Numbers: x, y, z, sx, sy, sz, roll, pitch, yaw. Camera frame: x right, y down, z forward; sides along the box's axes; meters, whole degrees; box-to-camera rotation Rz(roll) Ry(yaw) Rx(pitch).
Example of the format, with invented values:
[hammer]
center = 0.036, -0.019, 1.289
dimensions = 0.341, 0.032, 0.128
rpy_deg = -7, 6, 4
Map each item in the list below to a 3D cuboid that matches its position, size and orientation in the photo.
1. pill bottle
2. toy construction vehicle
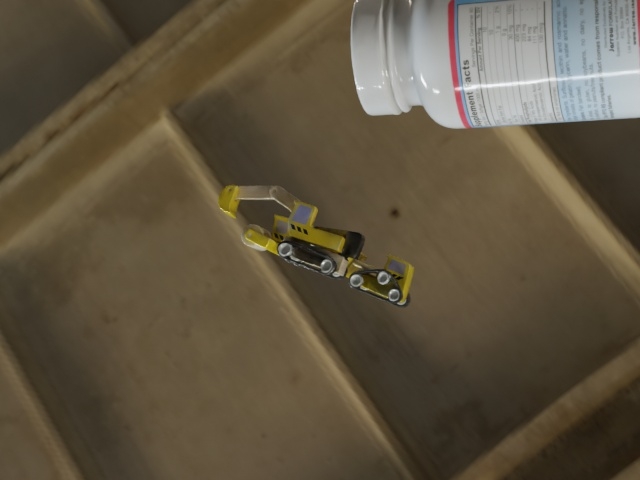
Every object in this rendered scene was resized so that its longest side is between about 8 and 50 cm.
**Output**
[pill bottle]
center = 0.101, -0.103, 0.732
dimensions = 0.160, 0.087, 0.087
rpy_deg = -2, -122, 16
[toy construction vehicle]
center = 0.000, 0.000, 0.763
dimensions = 0.098, 0.086, 0.035
rpy_deg = 21, -92, 21
